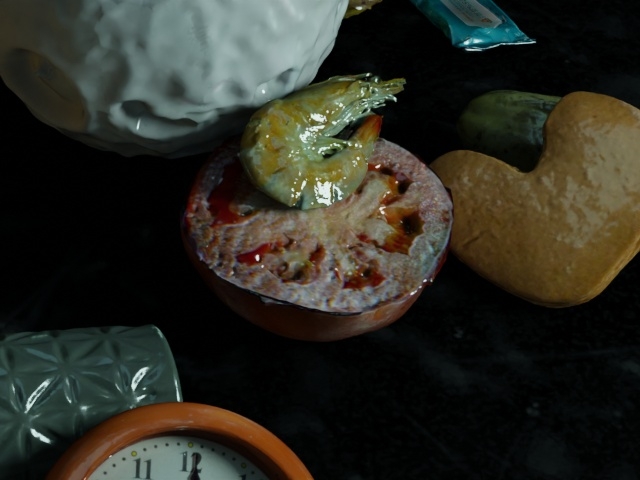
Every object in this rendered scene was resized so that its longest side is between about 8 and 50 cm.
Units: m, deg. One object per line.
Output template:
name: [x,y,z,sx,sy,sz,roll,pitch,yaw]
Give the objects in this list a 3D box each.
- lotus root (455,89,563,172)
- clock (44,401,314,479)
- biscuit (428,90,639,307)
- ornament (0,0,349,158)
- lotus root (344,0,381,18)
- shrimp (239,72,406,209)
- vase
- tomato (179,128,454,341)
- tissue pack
lotus root: [0.205,-0.083,1.260,0.179,0.080,0.089,22,77,23]
clock: [-0.087,0.203,0.917,0.205,0.051,0.205,9,64,-19]
biscuit: [0.189,-0.047,1.188,0.186,0.036,0.192,38,84,26]
ornament: [-0.144,-0.229,1.223,0.337,0.337,0.337,1,43,-1]
lotus root: [-0.038,-0.328,1.448,0.193,0.193,0.291,-22,48,-24]
shrimp: [0.009,-0.087,1.168,0.101,0.042,0.190,46,52,7]
vase: [-0.244,0.140,0.965,0.300,0.156,0.251,-9,56,-21]
tomato: [-0.002,0.002,1.158,0.224,0.085,0.225,4,42,-4]
tissue pack: [0.149,-0.222,1.452,0.085,0.028,0.138,-10,39,-18]
